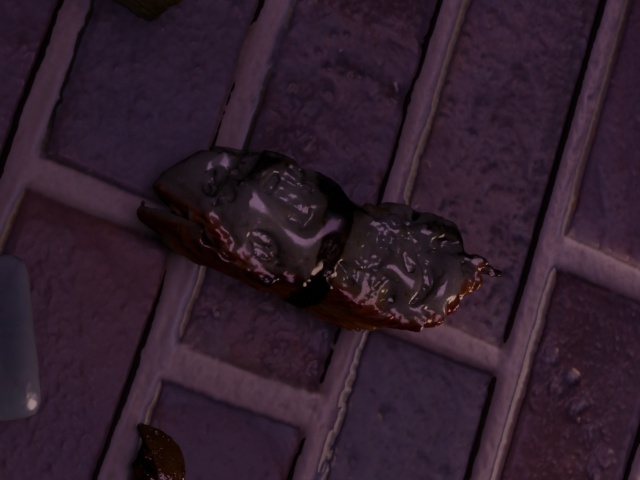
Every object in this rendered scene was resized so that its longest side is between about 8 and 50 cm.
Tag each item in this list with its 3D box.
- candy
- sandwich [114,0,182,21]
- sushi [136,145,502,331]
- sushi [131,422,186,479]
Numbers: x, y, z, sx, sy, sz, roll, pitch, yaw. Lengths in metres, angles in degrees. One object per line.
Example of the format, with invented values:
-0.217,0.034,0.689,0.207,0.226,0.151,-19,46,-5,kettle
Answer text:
-0.318,0.084,1.236,0.174,0.071,0.138,-4,83,-28,candy
-0.198,-0.271,1.329,0.193,0.162,0.058,28,77,-18,sandwich
0.000,0.000,1.408,0.332,0.124,0.130,24,83,-18,sushi
-0.147,0.213,1.364,0.047,0.050,0.099,1,73,-18,sushi
